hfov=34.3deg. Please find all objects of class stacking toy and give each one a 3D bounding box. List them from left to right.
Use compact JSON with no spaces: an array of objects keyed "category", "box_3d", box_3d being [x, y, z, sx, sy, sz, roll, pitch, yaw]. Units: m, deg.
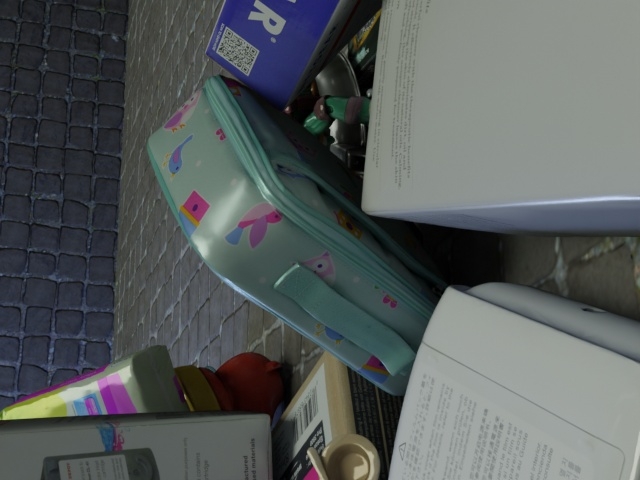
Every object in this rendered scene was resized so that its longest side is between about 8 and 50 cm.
[{"category":"stacking toy","box_3d":[-0.107,0.289,1.410,0.279,0.130,0.309,66,160,5]}]

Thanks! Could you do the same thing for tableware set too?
[{"category":"tableware set","box_3d":[0.070,0.202,0.817,0.169,0.020,0.141,-30,60,14]}]

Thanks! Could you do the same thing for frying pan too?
[{"category":"frying pan","box_3d":[0.025,-0.077,1.134,0.326,0.053,0.197,-111,23,-45]}]

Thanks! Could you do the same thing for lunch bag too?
[{"category":"lunch bag","box_3d":[0.000,0.000,0.853,0.108,0.279,0.224,-46,39,10]}]

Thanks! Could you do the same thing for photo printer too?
[{"category":"photo printer","box_3d":[0.134,0.162,0.636,0.307,0.107,0.256,-161,81,-71]}]

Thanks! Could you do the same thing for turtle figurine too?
[{"category":"turtle figurine","box_3d":[-0.006,-0.128,0.987,0.175,0.118,0.234,7,106,61]}]

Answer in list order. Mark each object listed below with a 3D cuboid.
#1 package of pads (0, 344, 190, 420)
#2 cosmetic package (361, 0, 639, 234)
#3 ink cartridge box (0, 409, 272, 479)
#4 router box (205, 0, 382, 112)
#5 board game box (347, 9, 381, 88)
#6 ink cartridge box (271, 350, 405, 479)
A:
[{"category":"package of pads","box_3d":[-0.248,0.304,1.277,0.229,0.101,0.296,-22,89,24]},{"category":"cosmetic package","box_3d":[0.158,-0.101,0.579,0.365,0.155,0.197,-174,91,-71]},{"category":"ink cartridge box","box_3d":[-0.210,0.245,1.074,0.226,0.306,0.131,141,126,-79]},{"category":"router box","box_3d":[0.069,-0.296,0.771,0.301,0.082,0.335,-51,-2,-35]},{"category":"board game box","box_3d":[0.071,-0.254,1.089,0.186,0.026,0.126,142,130,-65]},{"category":"ink cartridge box","box_3d":[0.023,0.231,0.986,0.234,0.088,0.193,119,152,-48]}]
